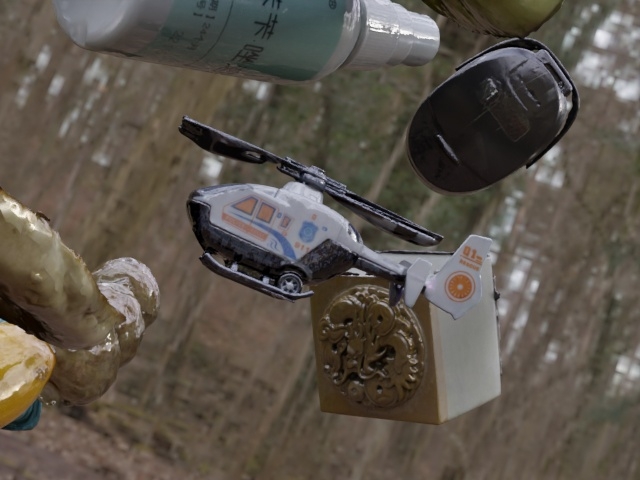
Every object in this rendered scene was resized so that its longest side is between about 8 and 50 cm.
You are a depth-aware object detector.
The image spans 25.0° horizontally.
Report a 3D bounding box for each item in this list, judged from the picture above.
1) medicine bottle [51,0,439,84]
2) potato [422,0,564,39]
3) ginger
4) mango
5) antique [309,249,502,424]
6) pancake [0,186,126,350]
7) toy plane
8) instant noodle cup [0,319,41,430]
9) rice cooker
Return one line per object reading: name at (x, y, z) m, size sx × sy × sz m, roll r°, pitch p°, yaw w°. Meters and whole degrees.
medicine bottle at (-0.035, -0.177, 1.113) m, size 0.110 × 0.110 × 0.352 m, roll 6°, pitch 2°, yaw 43°
potato at (0.106, -0.243, 1.022) m, size 0.111 × 0.160 × 0.271 m, roll 30°, pitch 9°, yaw -18°
ginger at (-0.205, 0.082, 1.358) m, size 0.080 × 0.104 × 0.204 m, roll 29°, pitch 22°, yaw -2°
mango at (-0.291, 0.119, 1.161) m, size 0.098 × 0.075 × 0.190 m, roll 23°, pitch 30°, yaw 36°
antique at (0.079, 0.090, 1.397) m, size 0.147 × 0.151 × 0.148 m, roll 1°, pitch 10°, yaw 38°
pancake at (-0.268, -0.024, 0.854) m, size 0.356 × 0.065 × 0.356 m, roll 27°, pitch -9°, yaw 4°
toy plane at (0.000, 0.001, 0.818) m, size 0.197 × 0.078 × 0.053 m, roll 21°, pitch -5°, yaw -6°
instant noodle cup at (-0.409, 0.143, 1.670) m, size 0.179 × 0.157 × 0.070 m, roll 7°, pitch 8°, yaw 3°
rice cooker at (0.152, -0.108, 1.319) m, size 0.112 × 0.165 × 0.106 m, roll 55°, pitch -7°, yaw 2°
